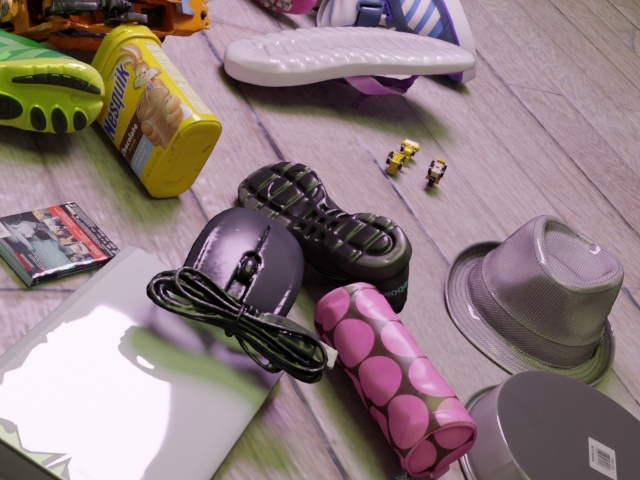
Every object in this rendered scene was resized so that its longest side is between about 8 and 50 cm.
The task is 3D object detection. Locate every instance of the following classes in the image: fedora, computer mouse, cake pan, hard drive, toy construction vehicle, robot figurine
[{"bbox_3d":[0.294,0.057,1.406,0.244,0.124,0.275,40,32,15],"label":"fedora"},{"bbox_3d":[-0.065,0.029,1.123,0.189,0.072,0.272,28,17,-10],"label":"computer mouse"},{"bbox_3d":[0.284,0.250,1.188,0.293,0.054,0.293,23,31,-15],"label":"cake pan"},{"bbox_3d":[-0.163,0.130,0.981,0.203,0.040,0.307,33,30,3],"label":"hard drive"},{"bbox_3d":[0.138,-0.108,1.603,0.086,0.035,0.098,21,28,4],"label":"toy construction vehicle"},{"bbox_3d":[-0.281,-0.280,1.345,0.291,0.211,0.085,-8,92,-57],"label":"robot figurine"}]

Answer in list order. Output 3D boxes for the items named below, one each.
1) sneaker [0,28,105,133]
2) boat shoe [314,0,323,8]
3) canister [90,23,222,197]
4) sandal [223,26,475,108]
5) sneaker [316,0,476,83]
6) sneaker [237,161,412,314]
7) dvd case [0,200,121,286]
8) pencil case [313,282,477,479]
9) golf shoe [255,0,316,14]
[{"bbox_3d":[-0.386,-0.179,1.195,0.296,0.109,0.123,12,13,-27],"label":"sneaker"},{"bbox_3d":[0.067,-0.468,1.977,0.341,0.110,0.121,-2,44,-43],"label":"boat shoe"},{"bbox_3d":[-0.196,-0.147,1.270,0.073,0.126,0.170,-7,49,-47],"label":"canister"},{"bbox_3d":[0.040,-0.255,1.671,0.416,0.102,0.169,-6,30,-28],"label":"sandal"},{"bbox_3d":[0.113,-0.378,1.891,0.130,0.236,0.322,-119,-176,-62],"label":"sneaker"},{"bbox_3d":[0.000,0.000,1.275,0.101,0.106,0.267,-38,48,-19],"label":"sneaker"},{"bbox_3d":[-0.266,0.001,1.101,0.087,0.013,0.119,44,32,20],"label":"dvd case"},{"bbox_3d":[0.070,0.142,1.124,0.095,0.098,0.209,-28,53,-5],"label":"pencil case"},{"bbox_3d":[-0.109,-0.492,1.834,0.306,0.115,0.140,40,46,11],"label":"golf shoe"}]
